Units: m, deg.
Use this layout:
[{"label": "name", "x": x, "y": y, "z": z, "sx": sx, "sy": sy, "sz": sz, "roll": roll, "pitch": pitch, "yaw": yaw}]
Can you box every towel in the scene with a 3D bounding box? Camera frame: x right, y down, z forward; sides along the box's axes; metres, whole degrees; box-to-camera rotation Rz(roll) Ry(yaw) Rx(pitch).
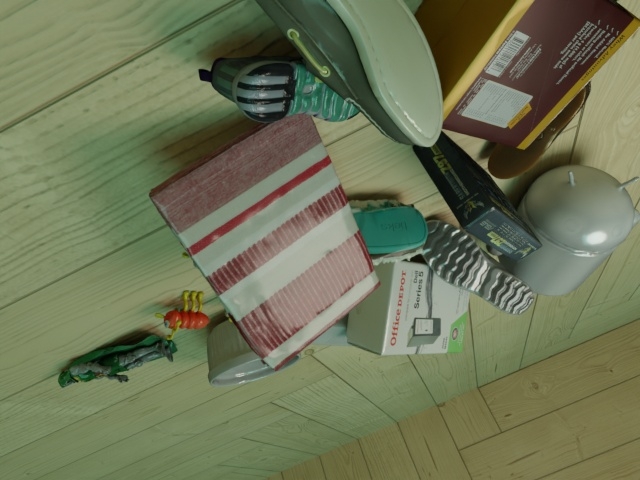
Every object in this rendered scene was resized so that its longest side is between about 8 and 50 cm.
[{"label": "towel", "x": -0.053, "y": 0.006, "z": 0.632, "sx": 0.237, "sy": 0.037, "sz": 0.329, "roll": -36, "pitch": 121, "yaw": -17}]

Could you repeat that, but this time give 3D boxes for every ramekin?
[{"label": "ramekin", "x": -0.155, "y": 0.240, "z": 0.993, "sx": 0.207, "sy": 0.109, "sz": 0.207, "roll": -16, "pitch": 156, "yaw": -7}]

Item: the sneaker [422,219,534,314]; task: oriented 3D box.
[{"label": "sneaker", "x": 0.316, "y": 0.057, "z": 0.958, "sx": 0.281, "sy": 0.115, "sz": 0.105, "roll": 38, "pitch": 99, "yaw": -6}]

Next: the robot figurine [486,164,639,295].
[{"label": "robot figurine", "x": 0.510, "y": -0.017, "z": 0.948, "sx": 0.300, "sy": 0.200, "sz": 0.353, "roll": -5, "pitch": 144, "yaw": -6}]

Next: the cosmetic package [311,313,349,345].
[{"label": "cosmetic package", "x": 0.035, "y": 0.174, "z": 1.024, "sx": 0.231, "sy": 0.117, "sz": 0.085, "roll": 15, "pitch": 131, "yaw": -44}]

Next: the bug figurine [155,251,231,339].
[{"label": "bug figurine", "x": -0.178, "y": 0.096, "z": 0.837, "sx": 0.216, "sy": 0.072, "sz": 0.279, "roll": 4, "pitch": 138, "yaw": -33}]

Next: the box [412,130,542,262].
[{"label": "box", "x": 0.270, "y": -0.071, "z": 0.756, "sx": 0.059, "sy": 0.183, "sz": 0.232, "roll": -41, "pitch": 142, "yaw": 26}]

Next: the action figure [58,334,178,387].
[{"label": "action figure", "x": -0.437, "y": 0.262, "z": 0.938, "sx": 0.232, "sy": 0.063, "sz": 0.137, "roll": -16, "pitch": 149, "yaw": -3}]

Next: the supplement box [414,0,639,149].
[{"label": "supplement box", "x": 0.227, "y": -0.239, "z": 0.547, "sx": 0.194, "sy": 0.129, "sz": 0.191, "roll": 3, "pitch": 138, "yaw": -32}]

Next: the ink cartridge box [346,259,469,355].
[{"label": "ink cartridge box", "x": 0.205, "y": 0.146, "z": 0.994, "sx": 0.273, "sy": 0.198, "sz": 0.115, "roll": 8, "pitch": 179, "yaw": -37}]

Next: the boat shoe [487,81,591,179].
[{"label": "boat shoe", "x": 0.367, "y": -0.189, "z": 0.749, "sx": 0.073, "sy": 0.073, "sz": 0.207, "roll": -47, "pitch": 175, "yaw": -43}]

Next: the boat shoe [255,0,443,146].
[{"label": "boat shoe", "x": 0.022, "y": -0.210, "z": 0.441, "sx": 0.091, "sy": 0.109, "sz": 0.305, "roll": -5, "pitch": 139, "yaw": 46}]

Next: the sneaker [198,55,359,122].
[{"label": "sneaker", "x": -0.030, "y": -0.195, "z": 0.533, "sx": 0.223, "sy": 0.098, "sz": 0.083, "roll": -17, "pitch": 131, "yaw": -48}]

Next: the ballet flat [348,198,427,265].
[{"label": "ballet flat", "x": 0.000, "y": 0.000, "z": 0.763, "sx": 0.409, "sy": 0.147, "sz": 0.147, "roll": 1, "pitch": 140, "yaw": -29}]
